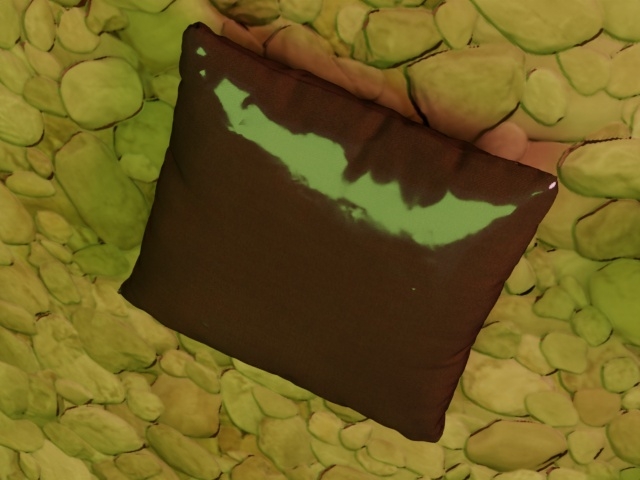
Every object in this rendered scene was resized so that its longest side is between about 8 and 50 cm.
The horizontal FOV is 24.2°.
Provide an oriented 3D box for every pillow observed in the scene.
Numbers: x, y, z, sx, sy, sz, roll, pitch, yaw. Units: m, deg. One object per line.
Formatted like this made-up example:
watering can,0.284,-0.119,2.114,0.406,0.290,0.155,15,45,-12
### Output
pillow,0.000,0.000,1.190,0.307,0.108,0.305,24,131,6
